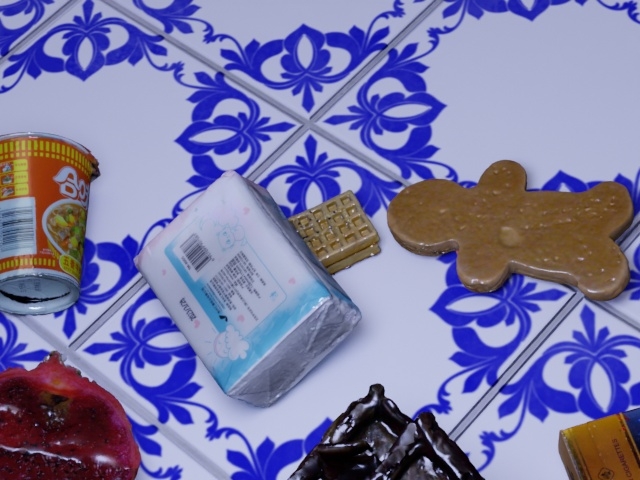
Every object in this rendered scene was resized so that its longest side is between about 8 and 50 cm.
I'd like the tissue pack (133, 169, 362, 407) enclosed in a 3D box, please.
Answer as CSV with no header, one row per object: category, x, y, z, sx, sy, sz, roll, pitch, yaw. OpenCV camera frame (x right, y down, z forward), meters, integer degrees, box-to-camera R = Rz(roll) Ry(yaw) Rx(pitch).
tissue pack,-0.098,0.064,1.918,0.201,0.124,0.271,-42,57,6

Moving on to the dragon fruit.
dragon fruit,-0.351,0.248,1.866,0.262,0.134,0.211,12,45,-1

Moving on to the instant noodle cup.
instant noodle cup,-0.401,-0.015,2.030,0.193,0.193,0.212,-9,63,4

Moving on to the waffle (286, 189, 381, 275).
waffle,0.000,0.000,2.020,0.148,0.042,0.102,-24,55,-7

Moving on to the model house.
model house,0.041,0.301,1.661,0.297,0.317,0.282,6,59,-2

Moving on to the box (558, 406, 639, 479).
box,0.422,0.272,1.742,0.237,0.070,0.152,-17,55,-1

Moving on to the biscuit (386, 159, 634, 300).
biscuit,0.258,-0.014,1.985,0.340,0.047,0.216,4,53,15
